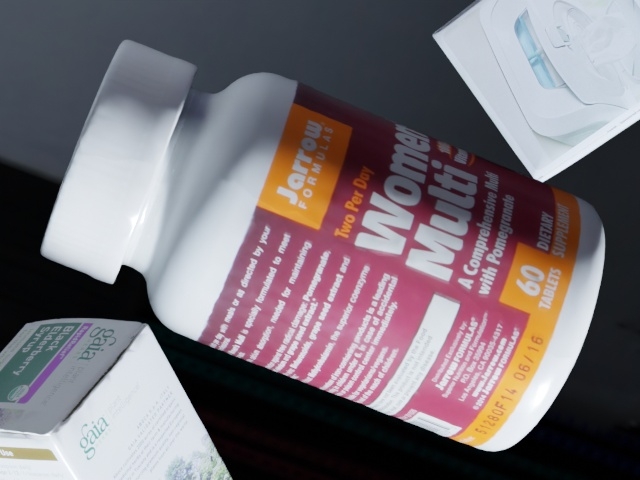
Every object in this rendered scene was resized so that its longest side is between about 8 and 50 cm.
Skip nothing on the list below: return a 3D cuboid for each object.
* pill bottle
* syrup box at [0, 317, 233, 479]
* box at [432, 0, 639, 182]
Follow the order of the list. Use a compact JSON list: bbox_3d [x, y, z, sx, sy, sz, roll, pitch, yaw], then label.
[{"bbox_3d":[0.000,0.000,0.661,0.121,0.221,0.121,-158,-90,-83],"label":"pill bottle"},{"bbox_3d":[-0.108,0.163,0.860,0.093,0.096,0.237,-54,128,-42],"label":"syrup box"},{"bbox_3d":[0.240,-0.176,0.999,0.231,0.127,0.262,-37,178,36],"label":"box"}]
